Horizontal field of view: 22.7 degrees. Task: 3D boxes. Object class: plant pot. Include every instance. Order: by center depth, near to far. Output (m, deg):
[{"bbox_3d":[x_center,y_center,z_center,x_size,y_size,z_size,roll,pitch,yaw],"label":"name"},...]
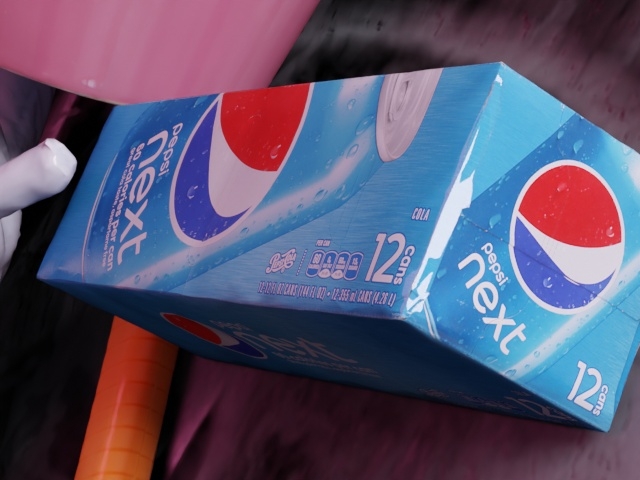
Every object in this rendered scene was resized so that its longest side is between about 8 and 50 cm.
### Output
[{"bbox_3d":[-0.058,-0.148,0.572,0.201,0.201,0.180,43,117,60],"label":"plant pot"}]

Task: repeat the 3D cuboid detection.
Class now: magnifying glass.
[{"bbox_3d":[-0.080,0.125,0.519,0.092,0.026,0.231,-24,45,47],"label":"magnifying glass"}]

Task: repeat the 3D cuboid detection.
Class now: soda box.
[{"bbox_3d":[0.000,0.000,0.455,0.210,0.071,0.067,2,66,58],"label":"soda box"}]

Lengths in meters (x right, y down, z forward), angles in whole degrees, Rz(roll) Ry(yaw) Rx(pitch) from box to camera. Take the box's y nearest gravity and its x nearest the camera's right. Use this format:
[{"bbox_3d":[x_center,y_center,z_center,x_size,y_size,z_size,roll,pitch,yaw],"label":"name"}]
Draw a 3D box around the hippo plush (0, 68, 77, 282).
[{"bbox_3d":[-0.249,-0.006,0.628,0.234,0.236,0.294,-65,15,11],"label":"hippo plush"}]
